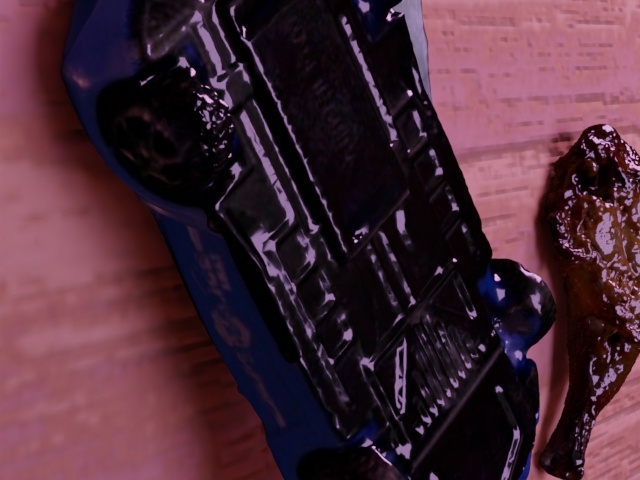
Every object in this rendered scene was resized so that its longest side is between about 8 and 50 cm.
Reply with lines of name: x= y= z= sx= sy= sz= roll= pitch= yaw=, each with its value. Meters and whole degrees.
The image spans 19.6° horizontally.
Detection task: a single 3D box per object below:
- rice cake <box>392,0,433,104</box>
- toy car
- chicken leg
rice cake: x=0.016 y=-0.037 z=0.585 sx=0.043 sy=0.034 sz=0.211 roll=-35 pitch=121 yaw=-58
toy car: x=0.000 y=0.000 z=0.520 sx=0.103 sy=0.063 sz=0.216 roll=-48 pitch=126 yaw=-37
chicken leg: x=0.114 y=0.025 z=0.760 sx=0.062 sy=0.037 sz=0.145 roll=0 pitch=90 yaw=-39
